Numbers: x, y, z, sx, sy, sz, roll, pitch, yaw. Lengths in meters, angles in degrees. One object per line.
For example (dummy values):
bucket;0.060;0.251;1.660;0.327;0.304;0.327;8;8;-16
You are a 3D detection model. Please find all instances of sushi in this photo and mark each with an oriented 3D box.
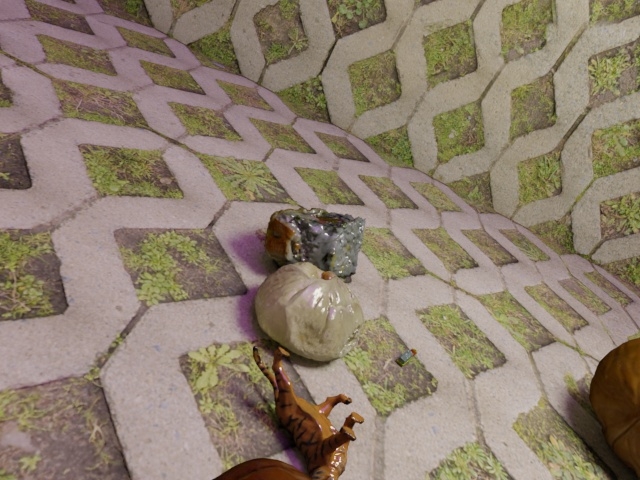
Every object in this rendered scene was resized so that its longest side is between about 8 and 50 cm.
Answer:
sushi;0.000;0.000;1.167;0.184;0.139;0.274;17;14;28

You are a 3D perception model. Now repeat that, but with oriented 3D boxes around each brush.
brush;0.188;0.241;1.097;0.019;0.021;0.083;38;26;23

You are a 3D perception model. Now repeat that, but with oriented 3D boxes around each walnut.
walnut;0.787;0.378;1.135;0.398;0.307;0.354;9;32;-40

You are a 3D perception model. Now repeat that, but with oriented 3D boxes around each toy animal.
toy animal;-0.030;0.259;0.784;0.255;0.116;0.114;44;5;37

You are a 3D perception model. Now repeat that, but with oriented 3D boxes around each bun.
bun;-0.012;0.118;0.985;0.221;0.134;0.220;22;23;-10

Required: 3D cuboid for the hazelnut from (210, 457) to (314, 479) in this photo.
hazelnut;-0.079;0.320;0.470;0.230;0.229;0.229;24;27;-13
